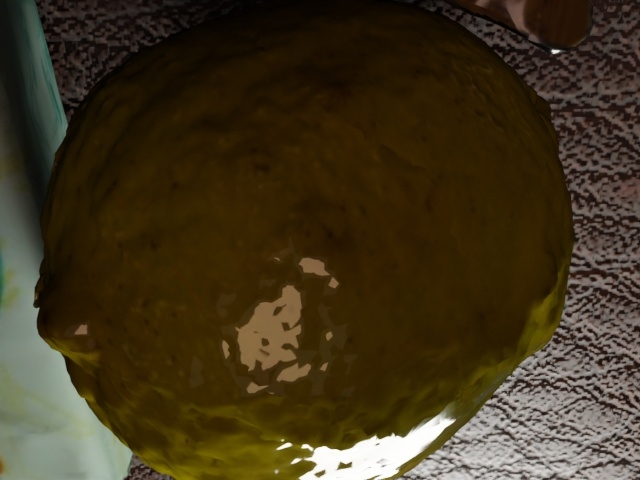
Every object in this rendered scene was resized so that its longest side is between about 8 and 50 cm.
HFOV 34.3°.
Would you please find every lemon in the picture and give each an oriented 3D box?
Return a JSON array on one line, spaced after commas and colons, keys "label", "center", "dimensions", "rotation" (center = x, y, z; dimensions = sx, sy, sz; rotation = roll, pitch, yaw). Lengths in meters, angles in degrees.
[{"label": "lemon", "center": [0.000, 0.000, 0.571], "dimensions": [0.322, 0.268, 0.268], "rotation": [-16, 128, -23]}]

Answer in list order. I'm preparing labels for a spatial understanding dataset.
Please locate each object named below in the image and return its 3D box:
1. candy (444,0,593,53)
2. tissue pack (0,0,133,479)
[{"label": "candy", "center": [0.029, -0.199, 0.532], "dimensions": [0.271, 0.101, 0.143], "rotation": [18, 77, -12]}, {"label": "tissue pack", "center": [-0.287, -0.007, 0.625], "dimensions": [0.287, 0.162, 0.388], "rotation": [-6, 123, 2]}]
